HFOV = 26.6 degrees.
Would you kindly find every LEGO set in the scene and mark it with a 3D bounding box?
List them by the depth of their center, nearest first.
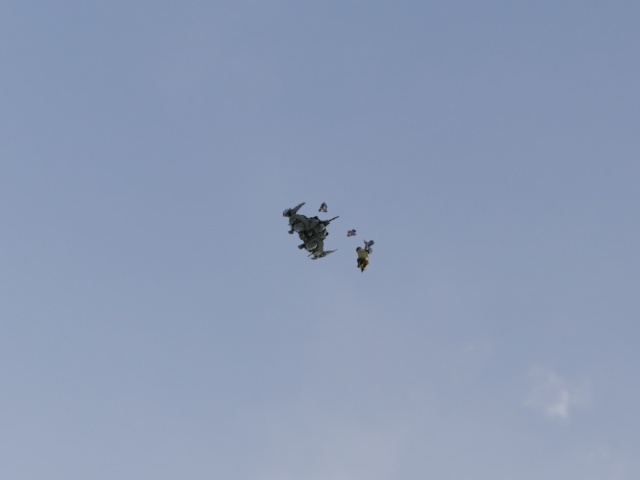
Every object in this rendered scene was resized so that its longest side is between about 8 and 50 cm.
[{"bbox_3d":[0.001,-0.002,1.044,0.083,0.023,0.054,14,-54,32],"label":"LEGO set"}]
